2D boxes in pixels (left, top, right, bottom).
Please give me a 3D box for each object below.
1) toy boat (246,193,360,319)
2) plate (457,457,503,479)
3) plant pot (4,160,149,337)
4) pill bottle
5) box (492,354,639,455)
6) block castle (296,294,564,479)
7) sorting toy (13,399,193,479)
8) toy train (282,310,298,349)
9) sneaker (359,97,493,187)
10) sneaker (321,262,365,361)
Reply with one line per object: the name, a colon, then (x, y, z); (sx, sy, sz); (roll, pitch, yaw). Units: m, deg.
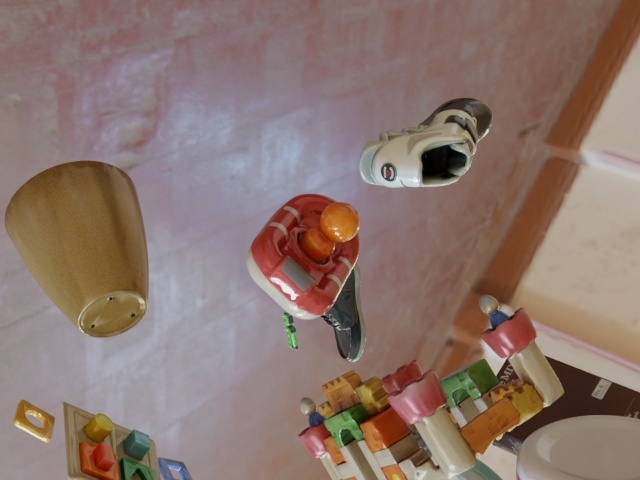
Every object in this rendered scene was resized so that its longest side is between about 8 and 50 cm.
toy boat: (0.000, 0.000, 1.424); (0.151, 0.151, 0.231); (-43, -172, 29)
plate: (0.329, 0.497, 2.002); (0.024, 0.188, 0.188); (-55, 151, 10)
plant pot: (-0.393, 0.034, 1.644); (0.237, 0.254, 0.237); (-19, 143, -15)
pill bottle: (0.351, 0.416, 1.166); (0.210, 0.210, 0.362); (-23, 112, -49)
box: (0.509, 0.364, 1.870); (0.191, 0.381, 0.143); (-56, 133, -16)
block castle: (0.163, 0.277, 1.657); (0.303, 0.212, 0.453); (-28, 174, -30)
sorting toy: (-0.322, 0.337, 1.527); (0.348, 0.196, 0.047); (32, 104, -32)
toy train: (-0.054, 0.170, 1.797); (0.017, 0.024, 0.083); (-22, 117, -21)
sneaker: (0.233, -0.161, 1.723); (0.331, 0.146, 0.122); (-30, 126, -37)
sneaker: (0.019, 0.150, 1.949); (0.118, 0.083, 0.222); (-13, 105, -30)
